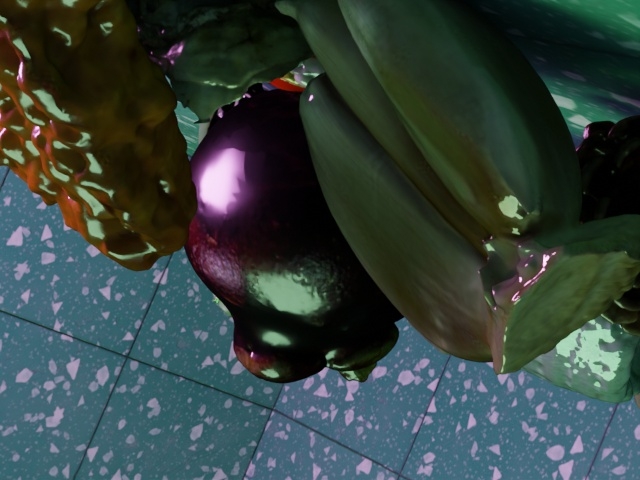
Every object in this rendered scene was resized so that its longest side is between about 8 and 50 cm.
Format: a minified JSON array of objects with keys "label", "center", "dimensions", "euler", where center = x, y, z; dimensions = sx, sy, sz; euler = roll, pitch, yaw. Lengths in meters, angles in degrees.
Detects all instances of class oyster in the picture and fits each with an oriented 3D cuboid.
[{"label":"oyster","center":[-0.097,-0.178,1.237],"dimensions":[0.233,0.107,0.161],"euler":[16,-150,33]}]

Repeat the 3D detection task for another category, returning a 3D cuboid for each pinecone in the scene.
[{"label":"pinecone","center":[0.252,-0.010,1.143],"dimensions":[0.179,0.150,0.195],"euler":[20,169,-9]}]

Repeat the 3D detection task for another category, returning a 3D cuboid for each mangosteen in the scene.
[{"label":"mangosteen","center":[-0.010,-0.010,1.602],"dimensions":[0.297,0.313,0.297],"euler":[30,-173,-4]}]

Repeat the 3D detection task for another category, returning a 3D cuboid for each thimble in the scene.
[{"label":"thimble","center":[0.245,0.035,1.459],"dimensions":[0.172,0.205,0.250],"euler":[22,172,18]}]

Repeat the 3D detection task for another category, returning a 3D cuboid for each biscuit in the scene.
[{"label":"biscuit","center":[-0.234,-0.142,1.207],"dimensions":[0.312,0.110,0.318],"euler":[35,160,36]}]

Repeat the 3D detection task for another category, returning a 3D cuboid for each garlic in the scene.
[{"label":"garlic","center":[0.092,-0.043,1.103],"dimensions":[0.325,0.132,0.279],"euler":[55,153,33]}]

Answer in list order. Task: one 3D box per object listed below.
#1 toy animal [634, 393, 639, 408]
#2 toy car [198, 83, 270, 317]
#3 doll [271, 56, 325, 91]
[{"label":"toy animal","center":[0.312,0.068,1.774],"dimensions":[0.213,0.195,0.256],"euler":[31,-174,40]},{"label":"toy car","center":[-0.062,-0.048,1.887],"dimensions":[0.176,0.358,0.213],"euler":[-19,151,37]},{"label":"doll","center":[0.000,-0.159,1.379],"dimensions":[0.169,0.057,0.109],"euler":[2,-179,39]}]
